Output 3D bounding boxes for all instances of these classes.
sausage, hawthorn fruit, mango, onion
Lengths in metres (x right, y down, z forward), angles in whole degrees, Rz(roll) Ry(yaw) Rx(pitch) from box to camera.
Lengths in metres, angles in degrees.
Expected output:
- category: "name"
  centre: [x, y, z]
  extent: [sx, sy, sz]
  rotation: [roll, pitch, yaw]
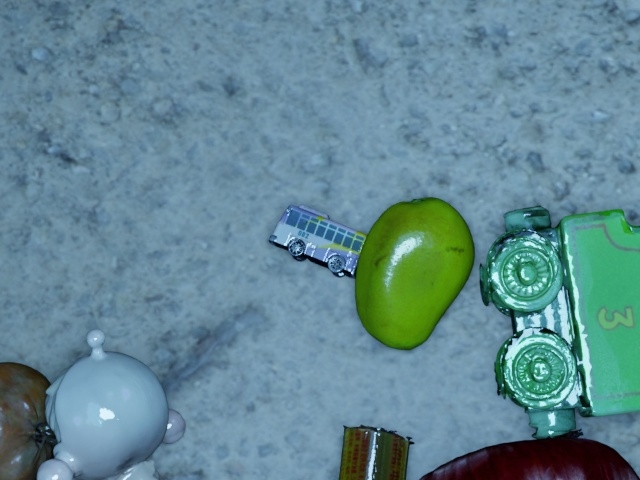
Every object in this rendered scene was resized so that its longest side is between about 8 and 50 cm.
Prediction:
- category: "sausage"
  centre: [0.041, 0.379, 1.634]
  extent: [0.082, 0.082, 0.371]
  rotation: [5, 75, 8]
- category: "hawthorn fruit"
  centre: [-0.367, 0.207, 1.702]
  extent: [0.189, 0.149, 0.149]
  rotation: [-12, 80, 5]
- category: "mango"
  centre: [0.095, 0.031, 1.690]
  extent: [0.117, 0.089, 0.163]
  rotation: [34, 82, -18]
- category: "onion"
  centre: [0.201, 0.325, 1.548]
  extent: [0.273, 0.273, 0.285]
  rotation: [-17, 53, 4]

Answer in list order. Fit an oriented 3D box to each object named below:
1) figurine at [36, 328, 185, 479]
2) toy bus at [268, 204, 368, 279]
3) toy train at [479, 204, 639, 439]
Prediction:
- category: "figurine"
  centre: [-0.208, 0.223, 1.653]
  extent: [0.182, 0.144, 0.257]
  rotation: [-28, 91, -21]
- category: "toy bus"
  centre: [0.000, 0.000, 1.733]
  extent: [0.102, 0.052, 0.058]
  rotation: [22, 84, 9]
- category: "toy train"
  centre: [0.266, 0.079, 1.651]
  extent: [0.188, 0.132, 0.243]
  rotation: [-8, 82, 1]
